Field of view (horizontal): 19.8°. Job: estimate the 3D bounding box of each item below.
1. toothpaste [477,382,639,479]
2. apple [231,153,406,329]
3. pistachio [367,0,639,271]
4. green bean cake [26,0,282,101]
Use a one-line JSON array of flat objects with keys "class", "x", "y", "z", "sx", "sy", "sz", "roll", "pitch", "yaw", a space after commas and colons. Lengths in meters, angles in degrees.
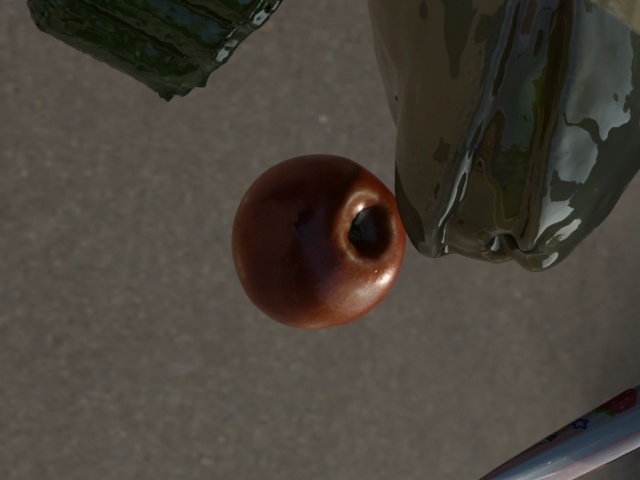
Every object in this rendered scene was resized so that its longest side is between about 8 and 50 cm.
[{"class": "toothpaste", "x": 0.176, "y": 0.153, "z": 1.309, "sx": 0.194, "sy": 0.043, "sz": 0.067, "roll": -25, "pitch": 147, "yaw": -19}, {"class": "apple", "x": 0.000, "y": 0.000, "z": 1.693, "sx": 0.163, "sy": 0.139, "sz": 0.163, "roll": 19, "pitch": 63, "yaw": -43}, {"class": "pistachio", "x": 0.167, "y": -0.173, "z": 1.582, "sx": 0.365, "sy": 0.281, "sz": 0.445, "roll": 101, "pitch": 0, "yaw": -50}, {"class": "green bean cake", "x": -0.074, "y": -0.254, "z": 1.231, "sx": 0.250, "sy": 0.156, "sz": 0.247, "roll": -49, "pitch": -156, "yaw": 42}]
